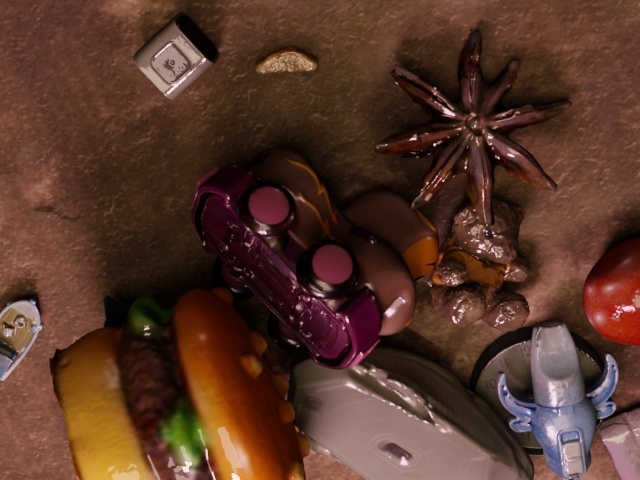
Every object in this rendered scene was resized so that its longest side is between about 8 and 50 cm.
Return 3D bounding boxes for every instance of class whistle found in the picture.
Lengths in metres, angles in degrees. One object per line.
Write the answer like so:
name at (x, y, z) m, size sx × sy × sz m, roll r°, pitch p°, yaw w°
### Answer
whistle at (0.357, 0.244, 1.788) m, size 0.180 × 0.093 × 0.269 m, roll -9°, pitch 105°, yaw 1°

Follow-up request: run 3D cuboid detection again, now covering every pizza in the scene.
pizza at (-0.025, 0.200, 1.872) m, size 0.078 × 0.025 × 0.083 m, roll -29°, pitch 108°, yaw 12°

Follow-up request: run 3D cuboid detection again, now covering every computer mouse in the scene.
computer mouse at (0.138, 0.281, 1.828) m, size 0.429 × 0.145 × 0.228 m, roll 36°, pitch 127°, yaw -16°

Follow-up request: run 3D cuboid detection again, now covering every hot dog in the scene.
hot dog at (-0.048, -0.255, 1.684) m, size 0.090 × 0.030 × 0.034 m, roll -2°, pitch 111°, yaw 4°

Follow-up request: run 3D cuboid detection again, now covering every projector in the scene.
projector at (-0.199, -0.257, 1.666) m, size 0.082 × 0.083 × 0.083 m, roll -39°, pitch 105°, yaw 18°

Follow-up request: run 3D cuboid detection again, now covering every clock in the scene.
clock at (0.338, 0.236, 1.850) m, size 0.214 × 0.042 × 0.215 m, roll 2°, pitch 112°, yaw 4°

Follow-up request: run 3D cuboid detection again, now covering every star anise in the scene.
star anise at (0.213, -0.156, 1.660) m, size 0.288 × 0.088 × 0.288 m, roll 0°, pitch 89°, yaw -3°

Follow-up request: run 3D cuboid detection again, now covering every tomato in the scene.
tomato at (0.454, 0.075, 1.723) m, size 0.167 × 0.167 × 0.167 m, roll 2°, pitch 112°, yaw 4°

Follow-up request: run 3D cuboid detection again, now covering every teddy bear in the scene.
teddy bear at (0.229, 0.029, 1.736) m, size 0.177 × 0.140 × 0.190 m, roll 4°, pitch 109°, yaw -43°

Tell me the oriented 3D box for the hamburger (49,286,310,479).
hamburger at (-0.166, 0.272, 1.656) m, size 0.277 × 0.396 × 0.396 m, roll -22°, pitch 109°, yaw 2°

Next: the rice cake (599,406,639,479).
rice cake at (0.540, 0.393, 1.895) m, size 0.106 × 0.050 × 0.298 m, roll -24°, pitch 109°, yaw 14°

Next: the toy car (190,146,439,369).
toy car at (0.000, 0.000, 1.681) m, size 0.340 × 0.240 × 0.271 m, roll 45°, pitch 154°, yaw 6°

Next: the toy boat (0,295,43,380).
toy boat at (-0.482, 0.151, 1.869) m, size 0.069 × 0.059 × 0.173 m, roll 33°, pitch 111°, yaw -9°

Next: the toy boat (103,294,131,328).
toy boat at (-0.301, 0.195, 1.855) m, size 0.103 × 0.093 × 0.246 m, roll -11°, pitch 112°, yaw 1°
